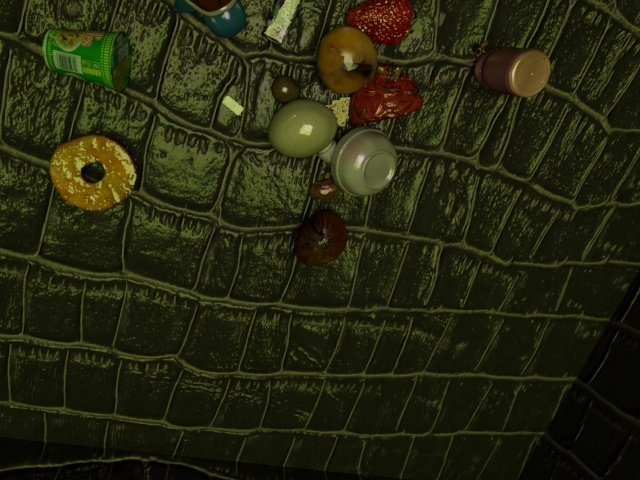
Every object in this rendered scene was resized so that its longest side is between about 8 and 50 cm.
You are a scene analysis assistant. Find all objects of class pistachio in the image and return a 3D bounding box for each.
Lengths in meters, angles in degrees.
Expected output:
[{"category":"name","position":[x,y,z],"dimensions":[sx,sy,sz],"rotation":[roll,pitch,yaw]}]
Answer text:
[{"category":"pistachio","position":[0.038,-0.214,1.990],"dimensions":[0.173,0.049,0.089],"rotation":[-17,114,-4]}]

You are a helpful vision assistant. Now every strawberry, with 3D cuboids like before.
[{"category":"strawberry","position":[0.241,-0.829,1.756],"dimensions":[0.287,0.106,0.188],"rotation":[-7,111,-8]}]

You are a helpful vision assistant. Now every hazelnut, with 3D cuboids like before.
[{"category":"hazelnut","position":[0.000,0.000,1.984],"dimensions":[0.251,0.217,0.217],"rotation":[-45,112,7]}]

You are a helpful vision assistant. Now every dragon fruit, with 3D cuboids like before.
[{"category":"dragon fruit","position":[0.264,-0.579,1.827],"dimensions":[0.317,0.152,0.204],"rotation":[-18,110,-8]}]

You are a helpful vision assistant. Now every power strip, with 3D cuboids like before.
[{"category":"power strip","position":[-0.338,-0.522,1.813],"dimensions":[0.090,0.016,0.040],"rotation":[37,101,-21]}]

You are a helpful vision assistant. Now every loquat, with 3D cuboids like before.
[{"category":"loquat","position":[0.096,-0.662,1.728],"dimensions":[0.235,0.235,0.234],"rotation":[-4,112,-10]}]

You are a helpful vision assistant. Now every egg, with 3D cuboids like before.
[{"category":"egg","position":[-0.070,-0.427,1.793],"dimensions":[0.270,0.219,0.218],"rotation":[-22,114,-5]}]

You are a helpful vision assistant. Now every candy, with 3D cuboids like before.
[{"category":"candy","position":[-0.107,-0.865,1.698],"dimensions":[0.088,0.061,0.312],"rotation":[26,104,-17]}]

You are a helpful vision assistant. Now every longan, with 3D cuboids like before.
[{"category":"longan","position":[-0.131,-0.577,1.790],"dimensions":[0.114,0.092,0.113],"rotation":[-2,99,-14]}]

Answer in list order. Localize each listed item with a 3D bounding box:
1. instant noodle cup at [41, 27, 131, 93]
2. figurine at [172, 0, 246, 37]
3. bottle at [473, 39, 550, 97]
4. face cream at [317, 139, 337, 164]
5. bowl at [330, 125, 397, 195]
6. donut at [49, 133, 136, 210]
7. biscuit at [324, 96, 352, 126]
[{"category":"instant noodle cup","position":[-0.793,-0.623,1.597],"dimensions":[0.233,0.207,0.206],"rotation":[7,110,-7]},{"category":"figurine","position":[-0.374,-0.882,1.538],"dimensions":[0.298,0.243,0.416],"rotation":[-36,156,-5]},{"category":"bottle","position":[0.715,-0.671,1.809],"dimensions":[0.173,0.296,0.206],"rotation":[-39,118,6]},{"category":"face cream","position":[0.033,-0.363,1.909],"dimensions":[0.091,0.091,0.095],"rotation":[-40,122,6]},{"category":"bowl","position":[0.197,-0.303,1.892],"dimensions":[0.287,0.144,0.286],"rotation":[-13,119,-25]},{"category":"donut","position":[-0.842,-0.262,1.769],"dimensions":[0.303,0.110,0.302],"rotation":[-3,111,-7]},{"category":"biscuit","position":[0.081,-0.526,1.891],"dimensions":[0.130,0.019,0.119],"rotation":[-45,112,8]}]
